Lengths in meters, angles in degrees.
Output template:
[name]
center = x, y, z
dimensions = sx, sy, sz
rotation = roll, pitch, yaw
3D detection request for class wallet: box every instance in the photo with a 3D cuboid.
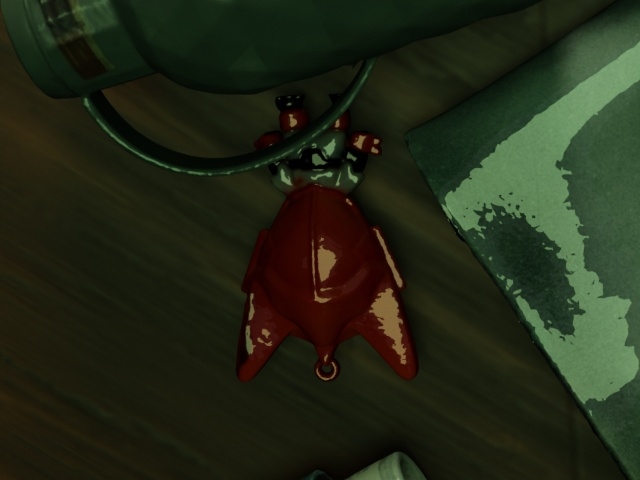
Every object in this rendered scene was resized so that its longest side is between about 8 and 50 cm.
[wallet]
center = 0.225, -0.007, 0.771
dimensions = 0.251, 0.054, 0.290
rotation = -35, 95, 10

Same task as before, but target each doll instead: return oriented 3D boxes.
[doll]
center = 0.000, 0.000, 0.799
dimensions = 0.109, 0.057, 0.169
rotation = -1, 102, 9

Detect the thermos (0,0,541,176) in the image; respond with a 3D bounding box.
[thermos]
center = -0.023, -0.140, 0.736
dimensions = 0.286, 0.145, 0.182
rotation = -19, 107, 12

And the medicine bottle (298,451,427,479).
[medicine bottle]
center = -0.037, 0.229, 0.839
dimensions = 0.258, 0.079, 0.124
rotation = -34, 92, 11
